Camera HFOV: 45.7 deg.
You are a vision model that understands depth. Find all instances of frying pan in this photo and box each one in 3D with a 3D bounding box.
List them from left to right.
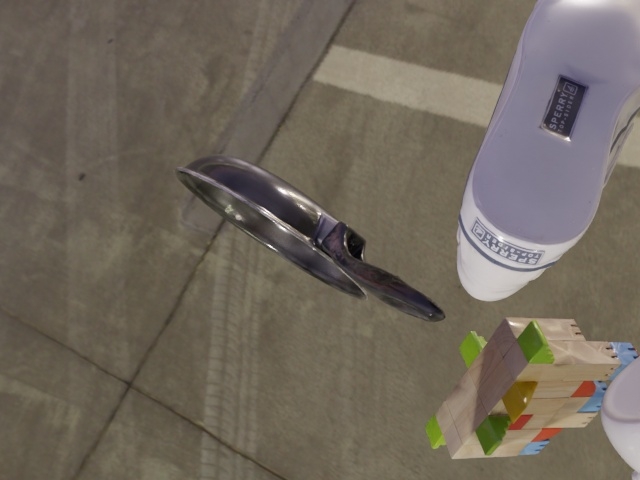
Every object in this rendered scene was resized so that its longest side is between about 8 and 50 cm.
[{"bbox_3d":[-0.025,-0.016,0.587,0.197,0.326,0.053,34,81,-7],"label":"frying pan"}]

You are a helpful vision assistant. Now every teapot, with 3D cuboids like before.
[{"bbox_3d":[0.500,0.234,0.947,0.252,0.256,0.187,-36,91,9],"label":"teapot"}]

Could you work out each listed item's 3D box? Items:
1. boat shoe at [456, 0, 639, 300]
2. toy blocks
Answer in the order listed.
[{"bbox_3d":[0.145,-0.074,0.476,0.095,0.084,0.258,32,59,12],"label":"boat shoe"},{"bbox_3d":[0.389,0.269,1.354,0.260,0.381,0.191,4,44,-22],"label":"toy blocks"}]
